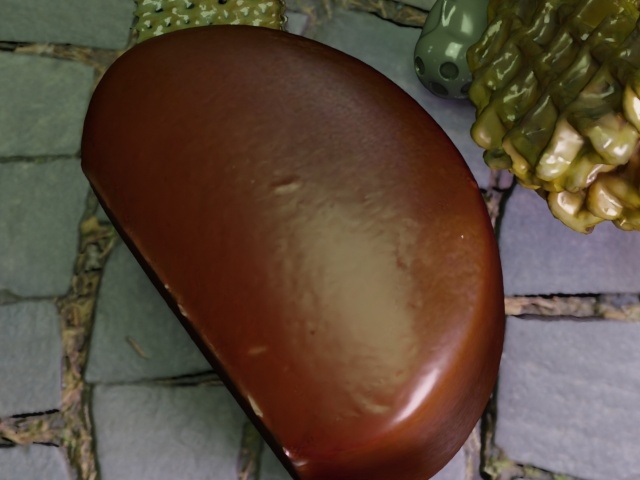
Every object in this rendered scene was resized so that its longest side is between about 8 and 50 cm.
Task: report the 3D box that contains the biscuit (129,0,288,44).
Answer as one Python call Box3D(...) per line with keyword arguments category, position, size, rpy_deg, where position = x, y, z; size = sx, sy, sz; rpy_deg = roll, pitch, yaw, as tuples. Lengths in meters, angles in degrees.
Box3D(category="biscuit", position=(-0.100, -0.212, 1.729), size=(0.144, 0.016, 0.203), rpy_deg=(-9, 66, 3))

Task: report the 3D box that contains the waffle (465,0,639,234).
Box3D(category="waffle", position=(0.243, -0.151, 1.511), size=(0.261, 0.151, 0.324), rpy_deg=(-40, 27, 30))

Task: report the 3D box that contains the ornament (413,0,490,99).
Box3D(category="ornament", position=(0.128, -0.192, 1.660), size=(0.075, 0.081, 0.156), rpy_deg=(9, 63, 37))

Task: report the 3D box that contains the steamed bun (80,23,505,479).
Box3D(category="steamed bun", position=(0.000, 0.000, 1.501), size=(0.248, 0.235, 0.379), rpy_deg=(-34, 66, -6))
